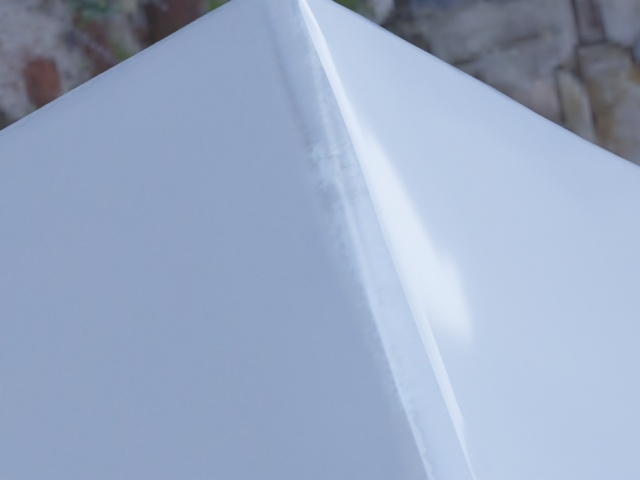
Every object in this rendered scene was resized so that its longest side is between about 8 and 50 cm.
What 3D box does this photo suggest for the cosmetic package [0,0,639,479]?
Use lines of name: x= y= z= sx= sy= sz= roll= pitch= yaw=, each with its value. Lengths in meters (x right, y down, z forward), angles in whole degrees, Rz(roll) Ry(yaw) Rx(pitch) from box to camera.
cosmetic package: x=-0.118 y=0.127 z=0.499 sx=0.230 sy=0.453 sz=0.161 roll=18 pitch=50 yaw=-61
